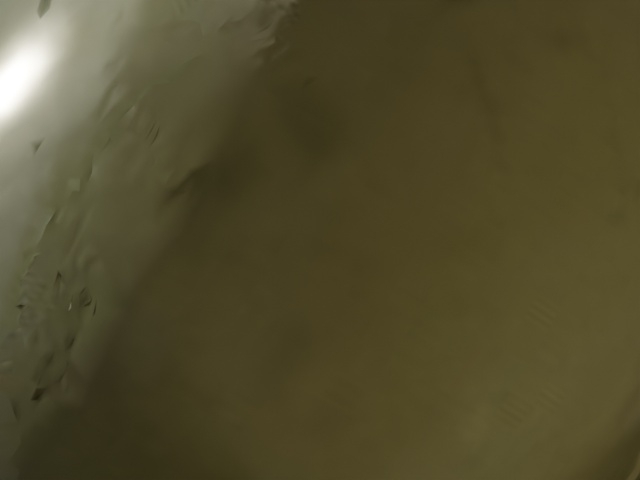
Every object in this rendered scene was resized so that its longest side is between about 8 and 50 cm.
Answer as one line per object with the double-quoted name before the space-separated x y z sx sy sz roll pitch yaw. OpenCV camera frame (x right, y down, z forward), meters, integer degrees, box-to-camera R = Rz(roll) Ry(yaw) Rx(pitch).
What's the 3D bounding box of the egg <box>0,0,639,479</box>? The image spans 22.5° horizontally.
"egg" 0.000 0.000 0.441 0.219 0.269 0.219 45 -173 -7
